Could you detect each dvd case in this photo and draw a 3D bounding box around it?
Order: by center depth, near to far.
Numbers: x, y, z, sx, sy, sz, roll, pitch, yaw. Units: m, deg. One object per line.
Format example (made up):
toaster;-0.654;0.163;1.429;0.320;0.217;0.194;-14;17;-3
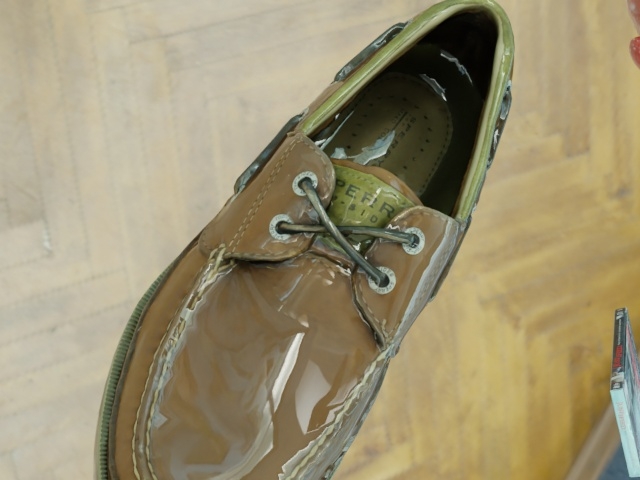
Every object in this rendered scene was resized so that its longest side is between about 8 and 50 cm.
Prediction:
dvd case;0.252;0.122;1.069;0.119;0.013;0.087;-68;145;-58

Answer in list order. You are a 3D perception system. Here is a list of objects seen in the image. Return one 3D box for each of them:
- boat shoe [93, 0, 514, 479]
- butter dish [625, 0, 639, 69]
boat shoe;0.000;0.000;0.561;0.111;0.104;0.307;29;52;-3
butter dish;0.300;-0.173;1.041;0.118;0.160;0.160;-31;92;-8
